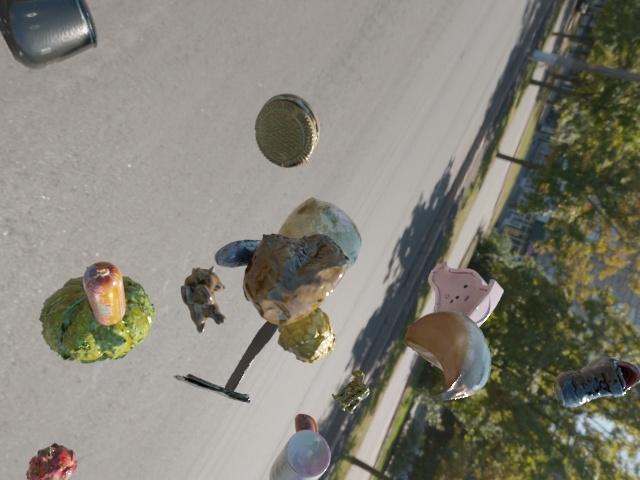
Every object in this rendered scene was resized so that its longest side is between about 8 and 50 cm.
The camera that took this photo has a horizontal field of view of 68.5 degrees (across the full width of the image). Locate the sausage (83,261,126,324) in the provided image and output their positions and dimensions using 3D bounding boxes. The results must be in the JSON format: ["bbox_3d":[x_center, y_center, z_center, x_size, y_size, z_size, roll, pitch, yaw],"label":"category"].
[{"bbox_3d":[-0.428,0.102,0.932,0.071,0.071,0.234,-53,179,-32],"label":"sausage"}]

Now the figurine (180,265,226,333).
[{"bbox_3d":[-0.486,0.230,1.994,0.247,0.177,0.173,61,17,-15],"label":"figurine"}]

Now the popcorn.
[{"bbox_3d":[-0.056,0.369,1.838,0.190,0.250,0.250,-63,163,-44],"label":"popcorn"}]

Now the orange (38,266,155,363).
[{"bbox_3d":[-0.631,0.227,1.365,0.300,0.301,0.223,-54,153,-53],"label":"orange"}]

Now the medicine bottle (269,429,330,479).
[{"bbox_3d":[-0.076,0.760,1.584,0.152,0.152,0.254,-45,166,-45],"label":"medicine bottle"}]

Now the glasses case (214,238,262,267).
[{"bbox_3d":[-0.195,0.041,1.379,0.109,0.067,0.282,-28,162,24],"label":"glasses case"}]

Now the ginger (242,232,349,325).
[{"bbox_3d":[-0.075,0.112,1.265,0.269,0.200,0.223,5,124,-22],"label":"ginger"}]

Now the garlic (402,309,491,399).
[{"bbox_3d":[0.232,0.185,0.799,0.206,0.128,0.115,-110,-140,-77],"label":"garlic"}]

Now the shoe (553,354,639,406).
[{"bbox_3d":[0.837,0.430,1.408,0.291,0.114,0.137,-15,176,-18],"label":"shoe"}]

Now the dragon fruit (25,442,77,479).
[{"bbox_3d":[-0.882,0.715,1.549,0.153,0.153,0.111,-29,134,-59],"label":"dragon fruit"}]

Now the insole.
[{"bbox_3d":[-0.215,0.361,1.534,0.012,0.110,0.309,40,73,-25],"label":"insole"}]

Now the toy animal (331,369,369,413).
[{"bbox_3d":[0.114,0.488,1.531,0.136,0.073,0.181,-40,176,-16],"label":"toy animal"}]

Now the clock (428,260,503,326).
[{"bbox_3d":[0.473,0.231,1.712,0.080,0.275,0.290,40,87,-32],"label":"clock"}]

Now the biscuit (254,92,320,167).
[{"bbox_3d":[-0.120,-0.387,1.671,0.079,0.259,0.259,-49,154,-55],"label":"biscuit"}]

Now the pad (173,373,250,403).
[{"bbox_3d":[-0.292,0.387,1.234,0.233,0.174,0.022,-29,-141,60],"label":"pad"}]

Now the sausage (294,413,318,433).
[{"bbox_3d":[-0.052,0.754,1.846,0.348,0.094,0.097,91,-15,-57],"label":"sausage"}]

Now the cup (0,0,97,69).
[{"bbox_3d":[-0.577,-0.454,0.995,0.176,0.169,0.223,-28,-175,-20],"label":"cup"}]

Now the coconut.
[{"bbox_3d":[0.000,0.000,1.632,0.254,0.297,0.297,-41,176,34],"label":"coconut"}]
